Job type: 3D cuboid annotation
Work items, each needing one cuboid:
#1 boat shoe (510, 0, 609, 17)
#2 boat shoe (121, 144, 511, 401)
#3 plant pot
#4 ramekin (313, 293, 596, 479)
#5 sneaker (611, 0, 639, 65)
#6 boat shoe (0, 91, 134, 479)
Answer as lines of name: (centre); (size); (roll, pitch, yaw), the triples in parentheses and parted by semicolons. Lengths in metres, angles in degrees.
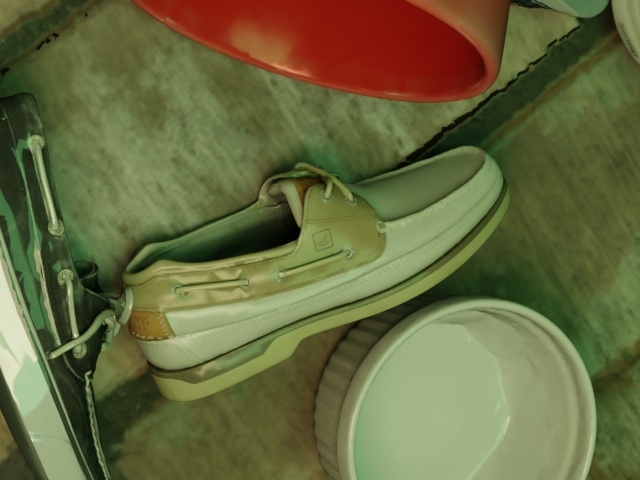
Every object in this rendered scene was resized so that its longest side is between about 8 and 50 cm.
boat shoe: (0.146, -0.209, 1.429); (0.183, 0.083, 0.065); (2, 98, -51)
boat shoe: (0.000, 0.000, 1.365); (0.302, 0.113, 0.103); (-30, 114, -16)
plant pot: (0.023, -0.251, 1.268); (0.275, 0.275, 0.243); (22, 78, -25)
ramekin: (0.092, 0.136, 1.428); (0.207, 0.109, 0.207); (-4, 99, -24)
sneaker: (0.346, -0.102, 1.479); (0.114, 0.152, 0.305); (-48, 116, -11)
boat shoe: (-0.183, 0.049, 1.291); (0.105, 0.113, 0.306); (-22, 105, -16)
